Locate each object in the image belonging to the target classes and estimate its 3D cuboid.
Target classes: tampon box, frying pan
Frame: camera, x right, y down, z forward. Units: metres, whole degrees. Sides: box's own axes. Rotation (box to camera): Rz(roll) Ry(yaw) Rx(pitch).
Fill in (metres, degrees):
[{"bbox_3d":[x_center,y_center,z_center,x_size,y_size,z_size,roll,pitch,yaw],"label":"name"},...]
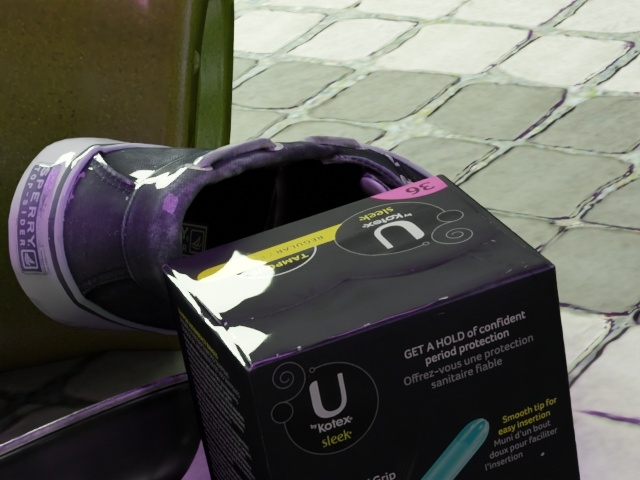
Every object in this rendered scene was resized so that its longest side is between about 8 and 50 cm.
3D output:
[{"bbox_3d":[0.024,0.077,0.755,0.120,0.161,0.101,-18,27,-16],"label":"tampon box"},{"bbox_3d":[-0.186,0.132,0.783,0.326,0.053,0.197,-25,-7,-17],"label":"frying pan"}]

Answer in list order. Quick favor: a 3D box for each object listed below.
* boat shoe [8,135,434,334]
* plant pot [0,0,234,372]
[{"bbox_3d":[0.000,0.000,0.886,0.102,0.108,0.301,2,-4,35],"label":"boat shoe"},{"bbox_3d":[-0.226,-0.072,1.003,0.353,0.366,0.366,3,27,2],"label":"plant pot"}]
